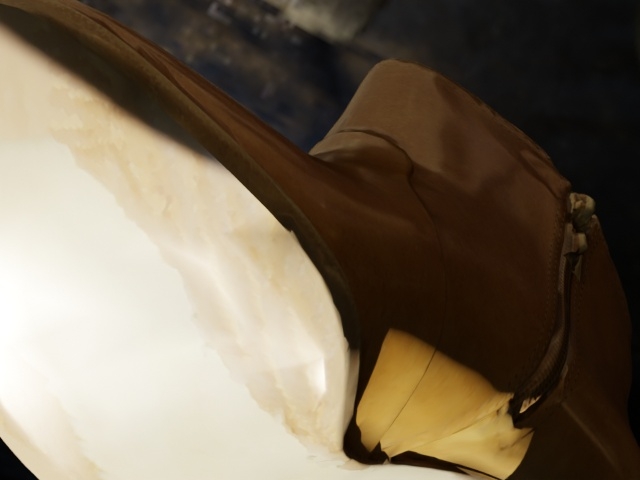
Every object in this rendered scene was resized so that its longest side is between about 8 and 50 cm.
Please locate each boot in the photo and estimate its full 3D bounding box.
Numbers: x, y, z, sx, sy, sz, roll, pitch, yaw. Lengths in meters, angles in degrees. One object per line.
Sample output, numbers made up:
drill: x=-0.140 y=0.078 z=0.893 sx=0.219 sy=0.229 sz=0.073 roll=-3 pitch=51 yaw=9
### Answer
boot: x=0.001 y=0.000 z=0.547 sx=0.104 sy=0.211 sz=0.295 roll=-26 pitch=120 yaw=26
